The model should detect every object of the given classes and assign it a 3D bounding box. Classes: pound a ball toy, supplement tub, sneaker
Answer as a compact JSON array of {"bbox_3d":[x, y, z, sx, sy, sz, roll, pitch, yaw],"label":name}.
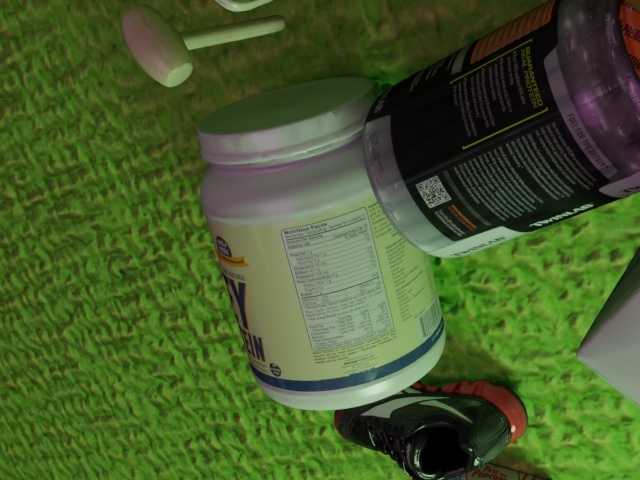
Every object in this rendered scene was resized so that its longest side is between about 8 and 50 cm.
[{"bbox_3d":[-0.056,-0.297,0.935,0.136,0.319,0.208,46,132,6],"label":"pound a ball toy"},{"bbox_3d":[0.000,0.000,1.120,0.235,0.235,0.325,0,114,35],"label":"supplement tub"},{"bbox_3d":[0.210,-0.114,0.934,0.316,0.193,0.194,-23,100,42],"label":"supplement tub"},{"bbox_3d":[0.114,0.238,1.241,0.276,0.135,0.098,-6,113,39],"label":"sneaker"}]

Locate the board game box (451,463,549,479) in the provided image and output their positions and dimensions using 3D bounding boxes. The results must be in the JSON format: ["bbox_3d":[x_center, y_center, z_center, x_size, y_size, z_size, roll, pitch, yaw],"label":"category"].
[{"bbox_3d":[0.230,0.385,1.300,0.146,0.045,0.194,10,120,31],"label":"board game box"}]

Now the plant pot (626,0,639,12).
[{"bbox_3d":[0.322,-0.240,0.711,0.212,0.212,0.187,40,162,1],"label":"plant pot"}]

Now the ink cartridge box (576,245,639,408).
[{"bbox_3d":[0.361,-0.007,0.810,0.131,0.306,0.226,39,131,10],"label":"ink cartridge box"}]
